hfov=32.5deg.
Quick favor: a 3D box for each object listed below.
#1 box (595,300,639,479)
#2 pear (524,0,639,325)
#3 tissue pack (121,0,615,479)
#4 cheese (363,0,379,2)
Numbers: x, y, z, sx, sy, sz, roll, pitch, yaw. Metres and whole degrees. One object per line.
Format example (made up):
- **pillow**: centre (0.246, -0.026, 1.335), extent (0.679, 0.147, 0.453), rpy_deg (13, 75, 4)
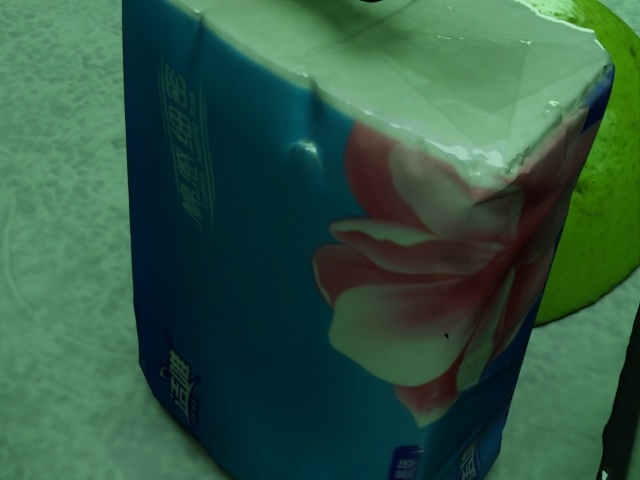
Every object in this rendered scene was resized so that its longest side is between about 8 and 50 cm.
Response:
- **box**: centre (0.203, 0.136, 0.416), extent (0.211, 0.058, 0.350), rpy_deg (4, 65, 39)
- **pear**: centre (0.149, -0.102, 0.726), extent (0.239, 0.139, 0.288), rpy_deg (-8, 48, -22)
- **tissue pack**: centre (0.000, 0.000, 0.518), extent (0.209, 0.270, 0.137), rpy_deg (37, 53, 26)
- **cheese**: centre (-0.030, -0.137, 0.426), extent (0.092, 0.047, 0.171), rpy_deg (-12, 45, -15)
